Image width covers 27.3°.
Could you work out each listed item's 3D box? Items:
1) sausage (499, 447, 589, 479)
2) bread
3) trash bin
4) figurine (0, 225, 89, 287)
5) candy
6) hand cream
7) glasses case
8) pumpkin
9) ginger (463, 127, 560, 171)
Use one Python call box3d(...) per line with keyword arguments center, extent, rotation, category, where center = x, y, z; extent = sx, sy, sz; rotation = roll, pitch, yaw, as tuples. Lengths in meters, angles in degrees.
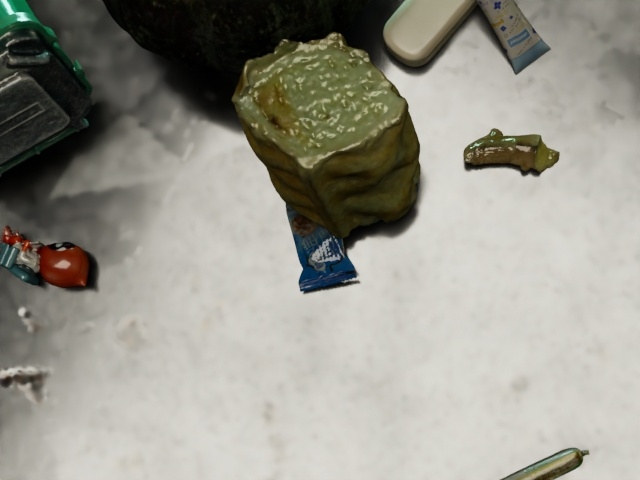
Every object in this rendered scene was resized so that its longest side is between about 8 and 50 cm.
box3d(center=(0.247, 0.347, 1.811), extent=(0.269, 0.033, 0.033), rotation=(-26, 79, 1), category="sausage")
box3d(center=(0.021, -0.138, 1.797), extent=(0.238, 0.252, 0.196), rotation=(36, 75, 18), category="bread")
box3d(center=(-0.515, -0.301, 1.898), extent=(0.259, 0.295, 0.381), rotation=(-29, 68, 1), category="trash bin")
box3d(center=(-0.400, 0.032, 1.917), extent=(0.140, 0.068, 0.075), rotation=(16, 80, 11), category="figurine")
box3d(center=(0.001, 0.000, 1.897), extent=(0.088, 0.038, 0.136), rotation=(-15, 72, 17), category="candy")
box3d(center=(0.262, -0.325, 1.894), extent=(0.065, 0.043, 0.170), rotation=(-36, 110, 1), category="hand cream")
box3d(center=(0.173, -0.343, 1.925), extent=(0.083, 0.050, 0.196), rotation=(41, 87, 13), category="glasses case")
box3d(center=(-0.117, -0.450, 1.824), extent=(0.454, 0.344, 0.454), rotation=(0, 75, 0), category="pumpkin")
box3d(center=(0.273, -0.129, 1.884), extent=(0.137, 0.044, 0.057), rotation=(5, 99, 9), category="ginger")
